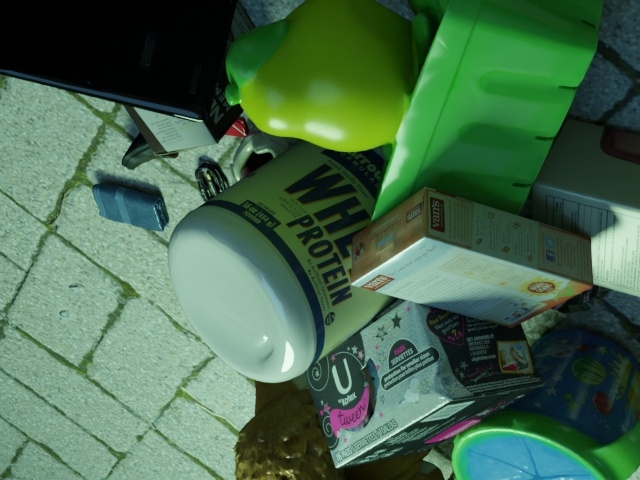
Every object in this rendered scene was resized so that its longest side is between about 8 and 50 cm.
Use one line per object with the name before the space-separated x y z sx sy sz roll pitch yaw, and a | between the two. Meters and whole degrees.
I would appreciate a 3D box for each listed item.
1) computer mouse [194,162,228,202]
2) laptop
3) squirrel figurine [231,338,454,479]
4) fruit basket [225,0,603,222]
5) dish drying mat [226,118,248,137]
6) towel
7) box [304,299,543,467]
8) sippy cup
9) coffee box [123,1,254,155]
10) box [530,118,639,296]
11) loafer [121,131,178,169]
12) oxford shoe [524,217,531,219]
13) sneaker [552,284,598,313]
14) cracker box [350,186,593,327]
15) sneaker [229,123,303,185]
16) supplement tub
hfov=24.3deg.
computer mouse | -0.124 -0.010 2.178 0.071 0.041 0.242 -4 128 39
laptop | -0.261 -0.354 1.680 0.408 0.382 0.236 14 -179 5
squirrel figurine | 0.047 0.354 2.151 0.281 0.397 0.370 -3 120 32
fruit basket | 0.090 -0.200 1.623 0.392 0.283 0.392 9 140 8
dish drying mat | -0.138 -0.158 2.057 0.083 0.008 0.032 9 136 29
towel | -0.288 -0.053 2.260 0.119 0.029 0.067 14 138 25
box | 0.121 0.168 1.849 0.247 0.163 0.142 -40 63 46
sippy cup | 0.322 0.246 1.975 0.305 0.224 0.240 12 138 26
coffee box | -0.201 -0.275 1.852 0.119 0.168 0.297 -6 126 40
box | 0.373 -0.028 1.728 0.232 0.127 0.148 17 140 22
loafer | -0.228 -0.134 2.108 0.061 0.062 0.170 37 147 -14
oxford shoe | 0.251 0.025 1.929 0.076 0.076 0.212 34 153 -21
sneaker | 0.328 0.039 1.892 0.077 0.072 0.178 30 153 -5
cracker box | 0.171 0.023 1.693 0.232 0.067 0.156 15 152 -27
sneaker | -0.079 -0.089 2.003 0.103 0.111 0.252 28 142 8
supplement tub | 0.000 0.000 1.834 0.235 0.325 0.235 33 142 31
